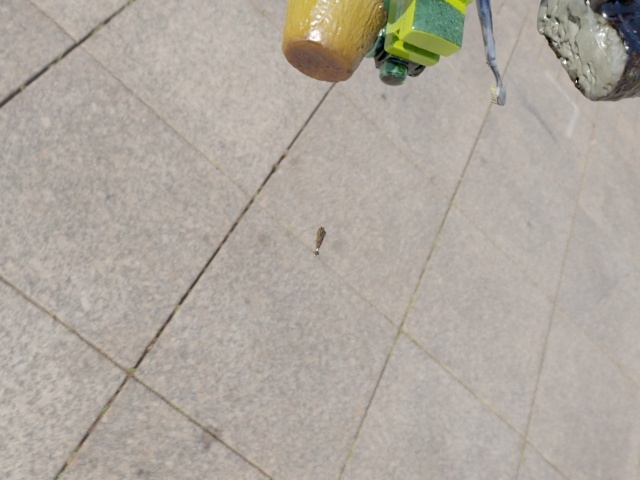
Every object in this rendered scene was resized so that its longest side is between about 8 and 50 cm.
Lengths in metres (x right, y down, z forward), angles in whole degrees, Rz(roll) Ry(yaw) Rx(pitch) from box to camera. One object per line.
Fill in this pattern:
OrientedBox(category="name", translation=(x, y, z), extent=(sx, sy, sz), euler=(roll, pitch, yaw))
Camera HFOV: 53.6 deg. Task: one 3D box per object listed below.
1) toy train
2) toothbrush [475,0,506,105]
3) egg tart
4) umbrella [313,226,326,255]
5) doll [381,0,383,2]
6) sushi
OrientedBox(category="toy train", translation=(0.225, -0.574, 1.411), extent=(0.179, 0.272, 0.443), euler=(12, 79, -23))
OrientedBox(category="toothbrush", translation=(0.408, -0.470, 1.526), extent=(0.035, 0.042, 0.413), euler=(-50, 144, -13))
OrientedBox(category="egg tart", translation=(0.015, -0.428, 1.273), extent=(0.215, 0.215, 0.171), euler=(26, 77, -26))
OrientedBox(category="umbrella", translation=(-0.002, -0.001, 1.328), extent=(0.020, 0.031, 0.083), euler=(24, 45, -4))
OrientedBox(category="doll", translation=(0.082, -0.588, 1.544), extent=(0.219, 0.067, 0.091), euler=(21, 84, -9))
OrientedBox(category="sushi", translation=(0.610, -0.457, 1.323), extent=(0.207, 0.234, 0.349), euler=(-10, 64, -10))
